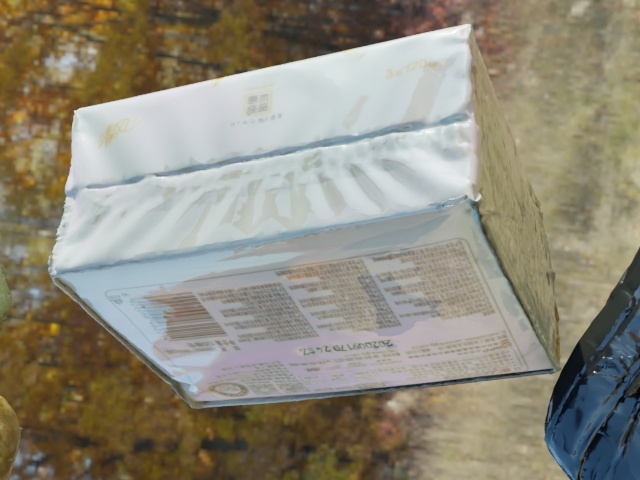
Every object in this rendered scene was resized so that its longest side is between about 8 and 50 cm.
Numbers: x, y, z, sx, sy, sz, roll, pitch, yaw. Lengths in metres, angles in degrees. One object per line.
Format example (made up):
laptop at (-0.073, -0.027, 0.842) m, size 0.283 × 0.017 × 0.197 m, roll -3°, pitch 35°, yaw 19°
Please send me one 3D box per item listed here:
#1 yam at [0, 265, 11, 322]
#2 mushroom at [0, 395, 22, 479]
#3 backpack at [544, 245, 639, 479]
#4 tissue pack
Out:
yam at (-0.294, 0.048, 0.884) m, size 0.069 × 0.146 × 0.070 m, roll 36°, pitch -136°, yaw -45°
mushroom at (-0.366, 0.219, 1.024) m, size 0.351 × 0.095 × 0.123 m, roll -29°, pitch 15°, yaw 48°
backpack at (0.192, 0.066, 0.588) m, size 0.165 × 0.105 × 0.120 m, roll -55°, pitch 46°, yaw 11°
tissue pack at (0.000, 0.000, 0.636) m, size 0.185 × 0.225 × 0.124 m, roll 54°, pitch -147°, yaw -52°
